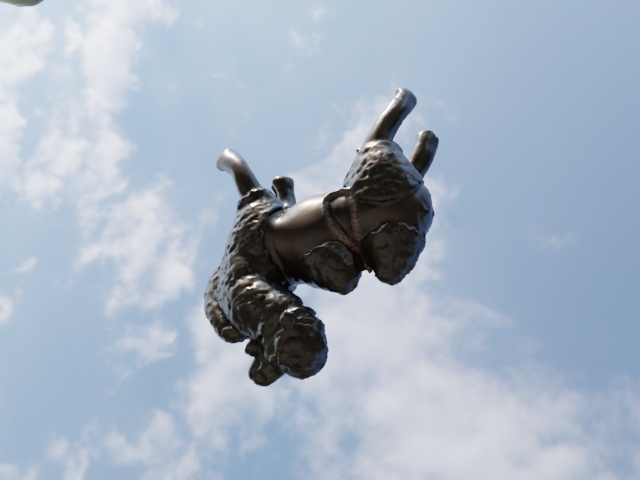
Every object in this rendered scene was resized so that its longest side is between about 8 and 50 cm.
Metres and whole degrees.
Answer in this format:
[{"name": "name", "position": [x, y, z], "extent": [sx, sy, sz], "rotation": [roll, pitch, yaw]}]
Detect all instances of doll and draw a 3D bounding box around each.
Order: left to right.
[{"name": "doll", "position": [0.000, 0.000, 0.458], "extent": [0.139, 0.057, 0.165], "rotation": [-15, -133, 15]}]

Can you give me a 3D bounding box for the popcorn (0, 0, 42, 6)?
[{"name": "popcorn", "position": [-0.139, -0.239, 0.409], "extent": [0.250, 0.242, 0.234], "rotation": [-6, -95, 25]}]
